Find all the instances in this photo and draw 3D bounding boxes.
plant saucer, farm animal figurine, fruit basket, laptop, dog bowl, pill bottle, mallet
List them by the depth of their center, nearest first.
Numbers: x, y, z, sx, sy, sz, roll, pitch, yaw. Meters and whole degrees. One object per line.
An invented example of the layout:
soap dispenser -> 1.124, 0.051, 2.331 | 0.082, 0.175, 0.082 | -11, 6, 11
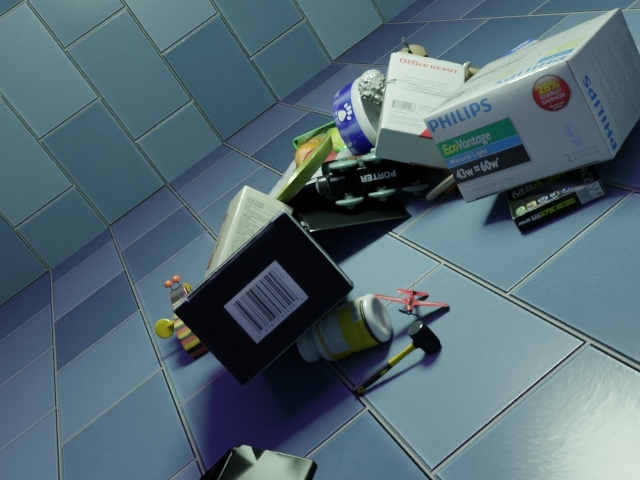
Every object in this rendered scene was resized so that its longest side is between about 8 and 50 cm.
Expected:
laptop -> -0.157, 0.497, 1.396 | 0.264, 0.137, 0.234 | -50, 7, 41
mallet -> 0.132, 0.221, 1.482 | 0.190, 0.062, 0.039 | -33, 21, 5
pill bottle -> 0.045, 0.186, 1.621 | 0.184, 0.103, 0.103 | -24, 24, 24
plant saucer -> -0.040, -0.187, 2.143 | 0.241, 0.037, 0.241 | -48, 7, 8
laptop -> 0.000, 0.000, 2.175 | 0.407, 0.236, 0.382 | -61, 18, 12
farm animal figurine -> 0.317, -0.415, 2.179 | 0.330, 0.327, 0.172 | -40, 16, 12
dog bowl -> 0.158, -0.352, 2.334 | 0.104, 0.265, 0.265 | -26, 23, 34
fruit basket -> 0.018, -0.248, 2.465 | 0.327, 0.165, 0.353 | -20, 28, 32

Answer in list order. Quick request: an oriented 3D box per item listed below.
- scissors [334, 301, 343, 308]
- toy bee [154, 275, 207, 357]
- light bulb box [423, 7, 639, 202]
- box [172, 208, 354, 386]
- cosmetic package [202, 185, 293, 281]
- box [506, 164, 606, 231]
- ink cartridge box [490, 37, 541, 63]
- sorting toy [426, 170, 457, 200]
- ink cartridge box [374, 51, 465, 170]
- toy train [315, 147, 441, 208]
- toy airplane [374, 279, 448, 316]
scissors -> 0.033, 0.163, 1.803 | 0.109, 0.021, 0.297 | -31, 23, 4
toy bee -> -0.367, 0.185, 2.126 | 0.195, 0.162, 0.298 | -41, 23, -11
light bulb box -> 0.482, -0.293, 1.727 | 0.358, 0.225, 0.361 | -17, 18, 44
box -> -0.114, 0.103, 1.689 | 0.293, 0.212, 0.395 | -42, 2, -1
cosmetic package -> -0.194, 0.030, 2.053 | 0.129, 0.153, 0.296 | -35, 33, 58
box -> 0.492, -0.112, 1.678 | 0.191, 0.045, 0.184 | -25, 25, 20
ink cartridge box -> 0.593, -0.511, 2.327 | 0.186, 0.065, 0.311 | -32, 21, 5
sorting toy -> 0.367, -0.194, 1.973 | 0.193, 0.038, 0.208 | -41, 7, 49
ink cartridge box -> 0.253, -0.328, 1.988 | 0.114, 0.197, 0.272 | 102, 179, -56
toy train -> 0.152, -0.181, 2.095 | 0.334, 0.142, 0.190 | -11, 12, 4
toy airplane -> 0.182, 0.118, 1.607 | 0.151, 0.028, 0.151 | 3, 22, -1
